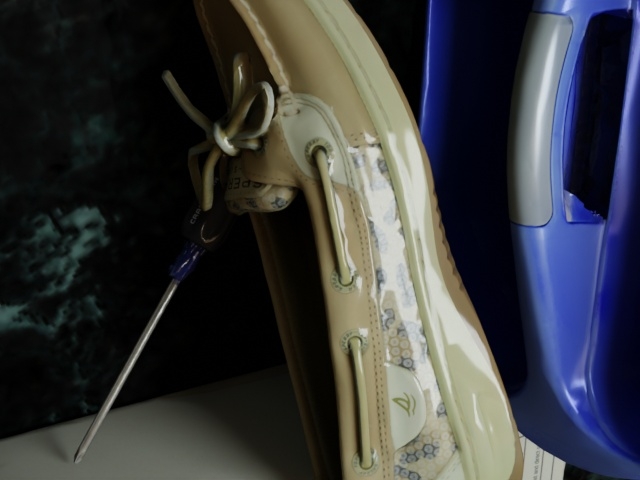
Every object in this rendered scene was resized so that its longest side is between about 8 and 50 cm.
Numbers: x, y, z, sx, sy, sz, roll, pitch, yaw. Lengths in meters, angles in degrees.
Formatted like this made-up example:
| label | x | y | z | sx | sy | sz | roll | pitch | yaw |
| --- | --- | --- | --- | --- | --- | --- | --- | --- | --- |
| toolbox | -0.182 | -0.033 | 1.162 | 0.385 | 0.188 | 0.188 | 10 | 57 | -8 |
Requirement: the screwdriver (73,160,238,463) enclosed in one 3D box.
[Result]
| label | x | y | z | sx | sy | sz | roll | pitch | yaw |
| --- | --- | --- | --- | --- | --- | --- | --- | --- | --- |
| screwdriver | -0.080 | 0.030 | 0.538 | 0.170 | 0.025 | 0.024 | -57 | 171 | -9 |

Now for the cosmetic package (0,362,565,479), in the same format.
| label | x | y | z | sx | sy | sz | roll | pitch | yaw |
| --- | --- | --- | --- | --- | --- | --- | --- | --- | --- |
| cosmetic package | -0.024 | 0.162 | 0.597 | 0.309 | 0.113 | 0.160 | -10 | 116 | -27 |

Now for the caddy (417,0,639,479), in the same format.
| label | x | y | z | sx | sy | sz | roll | pitch | yaw |
| --- | --- | --- | --- | --- | --- | --- | --- | --- | --- |
| caddy | 0.154 | -0.061 | 0.518 | 0.179 | 0.241 | 0.341 | -9 | 109 | -36 |

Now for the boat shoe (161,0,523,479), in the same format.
| label | x | y | z | sx | sy | sz | roll | pitch | yaw |
| --- | --- | --- | --- | --- | --- | --- | --- | --- | --- |
| boat shoe | 0.000 | 0.000 | 0.492 | 0.089 | 0.104 | 0.285 | -24 | 92 | -16 |
